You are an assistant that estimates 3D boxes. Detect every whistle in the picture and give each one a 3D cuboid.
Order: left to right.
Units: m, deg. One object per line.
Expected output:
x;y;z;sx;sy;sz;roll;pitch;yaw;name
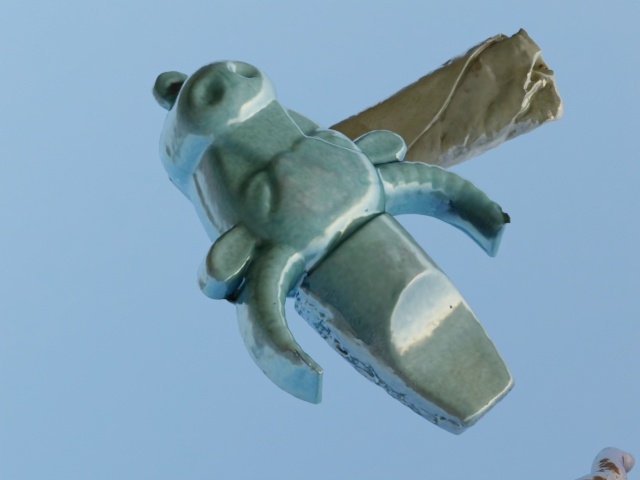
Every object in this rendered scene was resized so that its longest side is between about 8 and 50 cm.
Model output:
0.000;0.000;1.086;0.274;0.093;0.186;45;-127;10;whistle

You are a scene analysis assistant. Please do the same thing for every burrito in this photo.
0.054;-0.073;1.474;0.275;0.059;0.082;-26;-116;15;burrito

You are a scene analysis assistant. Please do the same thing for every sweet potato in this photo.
0.199;0.184;1.373;0.044;0.044;0.179;-5;-162;28;sweet potato
